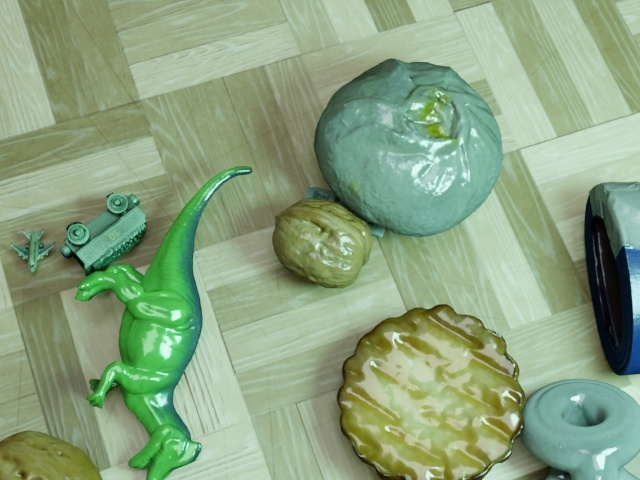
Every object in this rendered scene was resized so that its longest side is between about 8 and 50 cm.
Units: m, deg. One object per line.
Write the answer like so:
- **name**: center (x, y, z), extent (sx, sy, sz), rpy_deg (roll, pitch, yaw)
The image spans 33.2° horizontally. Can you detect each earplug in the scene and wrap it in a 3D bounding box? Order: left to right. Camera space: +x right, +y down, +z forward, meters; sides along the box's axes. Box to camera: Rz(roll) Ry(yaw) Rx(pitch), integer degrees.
- **earplug**: center (0.446, 0.377, 1.798), extent (0.214, 0.175, 0.325), rpy_deg (-5, 59, 5)

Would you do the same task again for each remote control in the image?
- **remote control**: center (0.047, -0.053, 2.011), extent (0.162, 0.029, 0.061), rpy_deg (17, 66, 8)

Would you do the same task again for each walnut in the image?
- **walnut**: center (-0.454, 0.408, 1.712), extent (0.222, 0.195, 0.195), rpy_deg (27, 69, 15)
- **walnut**: center (0.000, 0.000, 1.919), extent (0.184, 0.155, 0.155), rpy_deg (25, 69, 5)

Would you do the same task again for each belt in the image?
- **belt**: center (0.557, 0.063, 1.899), extent (0.117, 0.212, 0.346), rpy_deg (-3, 72, -3)

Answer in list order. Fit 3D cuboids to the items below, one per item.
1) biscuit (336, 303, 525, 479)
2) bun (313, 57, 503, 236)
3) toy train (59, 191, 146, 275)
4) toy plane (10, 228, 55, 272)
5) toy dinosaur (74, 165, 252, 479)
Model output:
- **biscuit**: center (0.190, 0.274, 1.841), extent (0.326, 0.107, 0.325), rpy_deg (-2, 65, 4)
- **bun**: center (0.173, -0.184, 1.959), extent (0.362, 0.211, 0.361), rpy_deg (8, 54, -12)
- **toy train**: center (-0.387, -0.012, 1.947), extent (0.172, 0.070, 0.099), rpy_deg (-40, 83, -18)
- **toy plane**: center (-0.520, 0.020, 1.943), extent (0.080, 0.033, 0.083), rpy_deg (-1, 75, -5)
- **toy dinosaur**: center (-0.212, 0.131, 1.864), extent (0.500, 0.144, 0.374), rpy_deg (-39, 80, -12)
